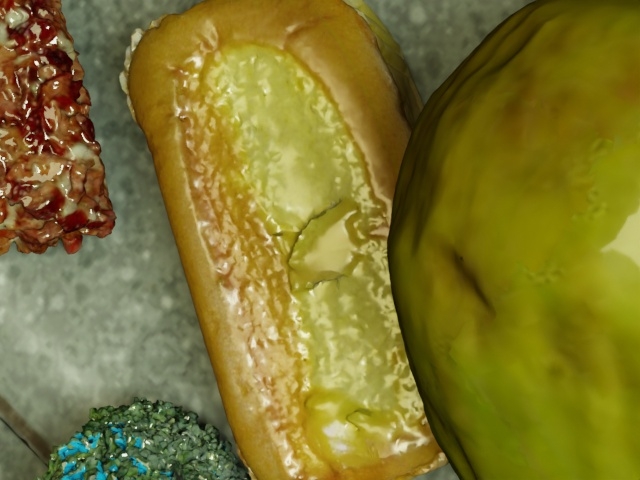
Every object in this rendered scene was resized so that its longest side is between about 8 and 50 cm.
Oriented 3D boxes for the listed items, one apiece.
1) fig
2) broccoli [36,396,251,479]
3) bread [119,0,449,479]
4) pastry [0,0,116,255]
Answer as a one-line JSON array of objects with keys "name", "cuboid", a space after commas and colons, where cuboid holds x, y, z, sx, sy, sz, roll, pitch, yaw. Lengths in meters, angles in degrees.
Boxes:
[{"name": "fig", "cuboid": [0.198, 0.032, 0.765, 0.343, 0.343, 0.343, -2, 84, 17]}, {"name": "broccoli", "cuboid": [-0.107, 0.178, 0.942, 0.167, 0.154, 0.160, 55, 140, 14]}, {"name": "bread", "cuboid": [0.000, 0.000, 0.924, 0.153, 0.119, 0.288, -20, 80, 18]}, {"name": "pastry", "cuboid": [-0.192, -0.091, 0.999, 0.115, 0.097, 0.208, -21, 80, -4]}]
